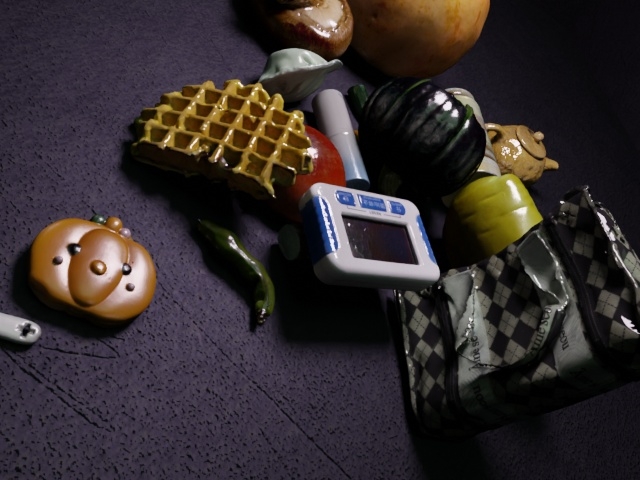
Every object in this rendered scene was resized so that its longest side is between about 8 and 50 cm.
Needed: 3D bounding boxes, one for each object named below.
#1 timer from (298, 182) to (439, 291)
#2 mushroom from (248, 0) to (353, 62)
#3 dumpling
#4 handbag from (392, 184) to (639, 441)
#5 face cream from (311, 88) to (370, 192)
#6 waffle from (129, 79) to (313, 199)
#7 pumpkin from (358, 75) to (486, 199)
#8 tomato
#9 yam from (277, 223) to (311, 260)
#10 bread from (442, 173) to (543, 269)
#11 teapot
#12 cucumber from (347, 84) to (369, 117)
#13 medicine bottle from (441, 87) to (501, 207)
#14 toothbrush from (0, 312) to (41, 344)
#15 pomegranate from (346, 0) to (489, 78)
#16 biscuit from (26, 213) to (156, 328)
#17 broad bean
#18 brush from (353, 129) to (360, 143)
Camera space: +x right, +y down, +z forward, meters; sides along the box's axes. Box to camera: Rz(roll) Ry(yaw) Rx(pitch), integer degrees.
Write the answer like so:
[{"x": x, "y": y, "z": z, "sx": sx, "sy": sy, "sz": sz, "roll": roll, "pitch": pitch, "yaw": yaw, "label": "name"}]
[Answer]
[{"x": 0.083, "y": 0.002, "z": 0.991, "sx": 0.253, "sy": 0.078, "sz": 0.179, "roll": 9, "pitch": 56, "yaw": -36, "label": "timer"}, {"x": -0.050, "y": -0.553, "z": 1.367, "sx": 0.278, "sy": 0.163, "sz": 0.297, "roll": -14, "pitch": 68, "yaw": -55, "label": "mushroom"}, {"x": -0.051, "y": -0.369, "z": 1.217, "sx": 0.108, "sy": 0.152, "sz": 0.219, "roll": 51, "pitch": 35, "yaw": 1, "label": "dumpling"}, {"x": 0.336, "y": 0.123, "z": 0.953, "sx": 0.180, "sy": 0.416, "sz": 0.317, "roll": 27, "pitch": 43, "yaw": -35, "label": "handbag"}, {"x": 0.041, "y": -0.211, "z": 1.226, "sx": 0.077, "sy": 0.077, "sz": 0.250, "roll": 10, "pitch": 53, "yaw": -35, "label": "face cream"}, {"x": -0.157, "y": -0.174, "z": 0.950, "sx": 0.309, "sy": 0.065, "sz": 0.283, "roll": -21, "pitch": 60, "yaw": -21, "label": "waffle"}, {"x": 0.198, "y": -0.203, "z": 1.252, "sx": 0.295, "sy": 0.296, "sz": 0.296, "roll": 23, "pitch": 46, "yaw": -26, "label": "pumpkin"}, {"x": -0.030, "y": -0.148, "z": 1.066, "sx": 0.199, "sy": 0.112, "sz": 0.228, "roll": -19, "pitch": 68, "yaw": -35, "label": "tomato"}, {"x": 0.000, "y": 0.000, "z": 1.032, "sx": 0.169, "sy": 0.068, "sz": 0.068, "roll": -2, "pitch": 60, "yaw": -45, "label": "yam"}, {"x": 0.393, "y": 0.053, "z": 1.201, "sx": 0.208, "sy": 0.251, "sz": 0.377, "roll": -17, "pitch": 67, "yaw": -2, "label": "bread"}, {"x": 0.576, "y": -0.267, "z": 1.665, "sx": 0.311, "sy": 0.167, "sz": 0.204, "roll": 23, "pitch": 46, "yaw": -25, "label": "teapot"}, {"x": 0.105, "y": -0.337, "z": 1.409, "sx": 0.048, "sy": 0.048, "sz": 0.105, "roll": 2, "pitch": 60, "yaw": -40, "label": "cucumber"}, {"x": 0.364, "y": -0.242, "z": 1.473, "sx": 0.151, "sy": 0.151, "sz": 0.323, "roll": 21, "pitch": 47, "yaw": -27, "label": "medicine bottle"}, {"x": -0.491, "y": 0.039, "z": 0.595, "sx": 0.386, "sy": 0.040, "sz": 0.040, "roll": 24, "pitch": 45, "yaw": -25, "label": "toothbrush"}, {"x": 0.237, "y": -0.639, "z": 1.540, "sx": 0.411, "sy": 0.411, "sz": 0.412, "roll": 23, "pitch": 46, "yaw": -26, "label": "pomegranate"}, {"x": -0.297, "y": 0.029, "z": 0.761, "sx": 0.170, "sy": 0.050, "sz": 0.170, "roll": 24, "pitch": 45, "yaw": -26, "label": "biscuit"}, {"x": -0.125, "y": 0.039, "z": 0.907, "sx": 0.061, "sy": 0.046, "sz": 0.195, "roll": -21, "pitch": 75, "yaw": -50, "label": "broad bean"}, {"x": 0.123, "y": -0.254, "z": 1.383, "sx": 0.272, "sy": 0.013, "sz": 0.103, "roll": -12, "pitch": 67, "yaw": -45, "label": "brush"}]
